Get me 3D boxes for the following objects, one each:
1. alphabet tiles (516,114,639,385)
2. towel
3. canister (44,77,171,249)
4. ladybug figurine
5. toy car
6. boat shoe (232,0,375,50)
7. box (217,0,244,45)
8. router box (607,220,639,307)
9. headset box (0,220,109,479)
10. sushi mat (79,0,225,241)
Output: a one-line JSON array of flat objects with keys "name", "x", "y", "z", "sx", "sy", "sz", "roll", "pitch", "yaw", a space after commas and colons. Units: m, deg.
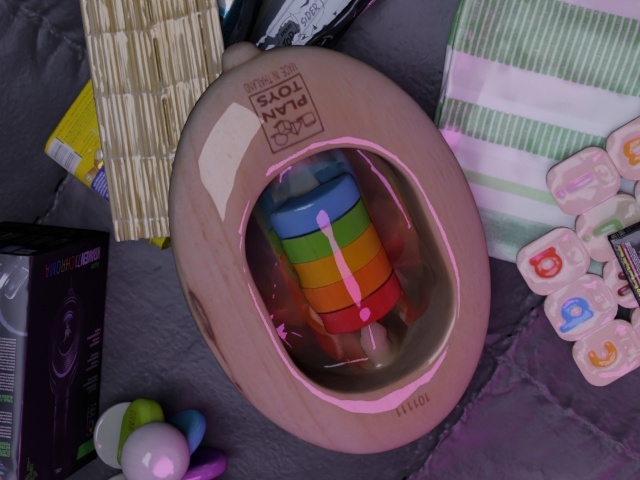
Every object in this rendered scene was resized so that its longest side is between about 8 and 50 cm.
[{"name": "alphabet tiles", "x": 0.358, "y": 0.016, "z": 1.762, "sx": 0.278, "sy": 0.021, "sz": 0.284, "roll": -31, "pitch": 97, "yaw": 7}, {"name": "towel", "x": 0.236, "y": -0.131, "z": 1.781, "sx": 0.248, "sy": 0.038, "sz": 0.325, "roll": 14, "pitch": 98, "yaw": 8}, {"name": "canister", "x": -0.198, "y": -0.091, "z": 1.851, "sx": 0.170, "sy": 0.073, "sz": 0.126, "roll": 38, "pitch": 101, "yaw": 6}, {"name": "ladybug figurine", "x": 0.000, "y": 0.000, "z": 1.717, "sx": 0.305, "sy": 0.162, "sz": 0.449, "roll": -25, "pitch": 112, "yaw": -11}, {"name": "toy car", "x": -0.166, "y": 0.258, "z": 1.860, "sx": 0.136, "sy": 0.159, "sz": 0.182, "roll": -2, "pitch": 97, "yaw": -24}, {"name": "boat shoe", "x": 0.010, "y": -0.293, "z": 1.767, "sx": 0.127, "sy": 0.113, "sz": 0.340, "roll": 41, "pitch": 102, "yaw": 5}, {"name": "box", "x": -0.127, "y": -0.276, "z": 1.823, "sx": 0.100, "sy": 0.060, "sz": 0.244, "roll": 28, "pitch": 100, "yaw": 7}, {"name": "router box", "x": 0.357, "y": 0.032, "z": 1.734, "sx": 0.092, "sy": 0.038, "sz": 0.122, "roll": -25, "pitch": 97, "yaw": 6}, {"name": "headset box", "x": -0.328, "y": 0.135, "z": 1.811, "sx": 0.131, "sy": 0.246, "sz": 0.283, "roll": 6, "pitch": 96, "yaw": 11}, {"name": "sushi mat", "x": -0.167, "y": -0.161, "z": 1.793, "sx": 0.151, "sy": 0.019, "sz": 0.316, "roll": -8, "pitch": 92, "yaw": 11}]
